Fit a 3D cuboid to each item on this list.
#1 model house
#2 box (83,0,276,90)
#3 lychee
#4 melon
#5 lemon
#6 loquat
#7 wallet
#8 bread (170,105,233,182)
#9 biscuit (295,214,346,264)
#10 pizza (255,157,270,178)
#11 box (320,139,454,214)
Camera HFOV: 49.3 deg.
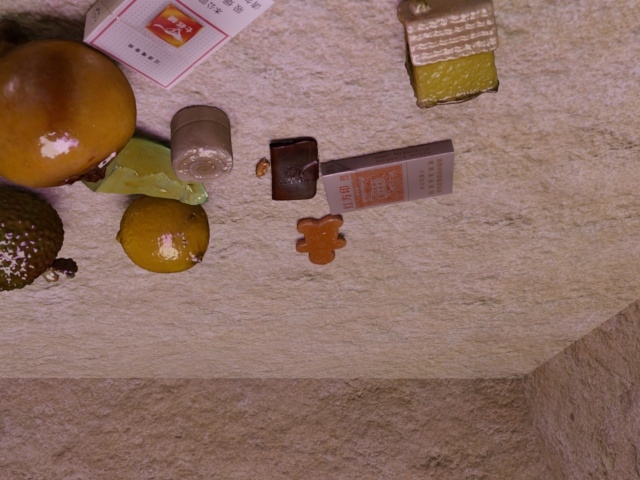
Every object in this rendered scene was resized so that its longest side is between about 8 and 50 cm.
[{"bbox_3d":[0.270,-0.419,1.463,0.193,0.175,0.234,-11,152,7],"label":"model house"},{"bbox_3d":[-0.277,-0.454,1.362,0.330,0.095,0.210,-27,144,32],"label":"box"},{"bbox_3d":[-0.808,-0.002,1.830,0.269,0.270,0.320,-15,169,12],"label":"lychee"},{"bbox_3d":[-0.433,-0.169,1.774,0.323,0.124,0.196,12,150,-44],"label":"melon"},{"bbox_3d":[-0.430,-0.024,1.906,0.253,0.229,0.228,10,147,-3],"label":"lemon"},{"bbox_3d":[-0.553,-0.275,1.413,0.328,0.328,0.360,-24,101,26],"label":"loquat"},{"bbox_3d":[-0.070,-0.190,1.904,0.137,0.031,0.255,-6,150,-5],"label":"wallet"},{"bbox_3d":[-0.287,-0.230,1.681,0.148,0.141,0.134,-7,150,-2],"label":"bread"},{"bbox_3d":[0.000,-0.001,2.233,0.165,0.036,0.250,-7,146,0],"label":"biscuit"},{"bbox_3d":[-0.158,-0.195,1.893,0.037,0.016,0.083,3,144,-15],"label":"pizza"},{"bbox_3d":[0.192,-0.174,1.971,0.365,0.051,0.205,-10,150,3],"label":"box"}]
